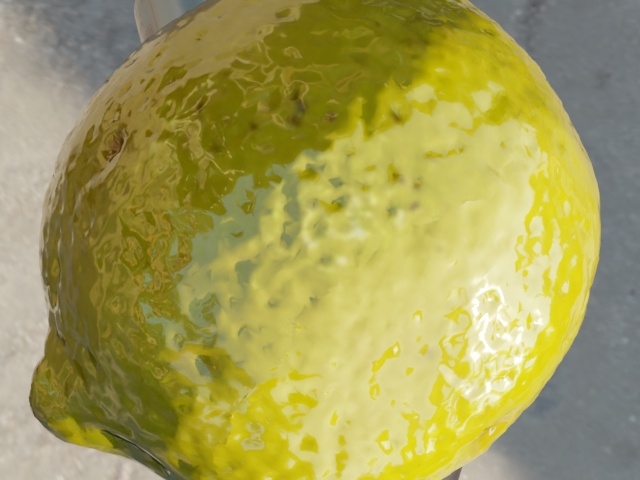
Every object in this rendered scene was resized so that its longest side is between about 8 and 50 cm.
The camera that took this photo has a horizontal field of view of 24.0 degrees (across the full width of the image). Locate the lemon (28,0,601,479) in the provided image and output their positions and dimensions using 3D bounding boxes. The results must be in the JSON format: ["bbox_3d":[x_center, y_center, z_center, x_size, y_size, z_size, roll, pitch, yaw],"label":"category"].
[{"bbox_3d":[-0.006,0.006,0.653,0.253,0.228,0.228,-46,113,3],"label":"lemon"}]

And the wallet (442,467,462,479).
[{"bbox_3d":[0.080,0.214,1.475,0.182,0.049,0.229,-15,129,-36],"label":"wallet"}]

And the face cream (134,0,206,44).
[{"bbox_3d":[-0.116,-0.160,1.481,0.101,0.251,0.101,-10,137,-9],"label":"face cream"}]
